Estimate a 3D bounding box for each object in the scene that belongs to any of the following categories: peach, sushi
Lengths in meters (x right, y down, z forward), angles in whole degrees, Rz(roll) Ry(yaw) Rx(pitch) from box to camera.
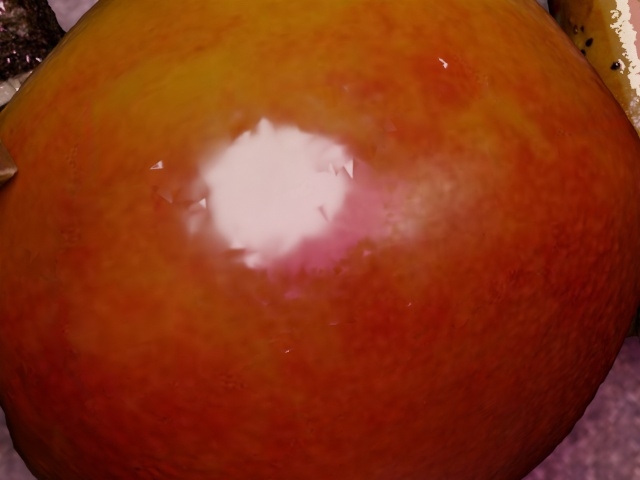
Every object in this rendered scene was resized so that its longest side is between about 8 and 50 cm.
[{"bbox_3d":[0.000,0.000,0.800,0.332,0.308,0.307,-19,84,-10],"label":"peach"},{"bbox_3d":[-0.201,-0.084,0.867,0.150,0.090,0.078,-26,91,-21],"label":"sushi"}]

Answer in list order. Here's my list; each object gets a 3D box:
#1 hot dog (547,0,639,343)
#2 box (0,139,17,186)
[{"bbox_3d":[0.164,-0.073,0.922,0.082,0.162,0.270,-9,90,-3],"label":"hot dog"},{"bbox_3d":[-0.299,-0.031,0.733,0.192,0.301,0.084,59,27,1],"label":"box"}]
